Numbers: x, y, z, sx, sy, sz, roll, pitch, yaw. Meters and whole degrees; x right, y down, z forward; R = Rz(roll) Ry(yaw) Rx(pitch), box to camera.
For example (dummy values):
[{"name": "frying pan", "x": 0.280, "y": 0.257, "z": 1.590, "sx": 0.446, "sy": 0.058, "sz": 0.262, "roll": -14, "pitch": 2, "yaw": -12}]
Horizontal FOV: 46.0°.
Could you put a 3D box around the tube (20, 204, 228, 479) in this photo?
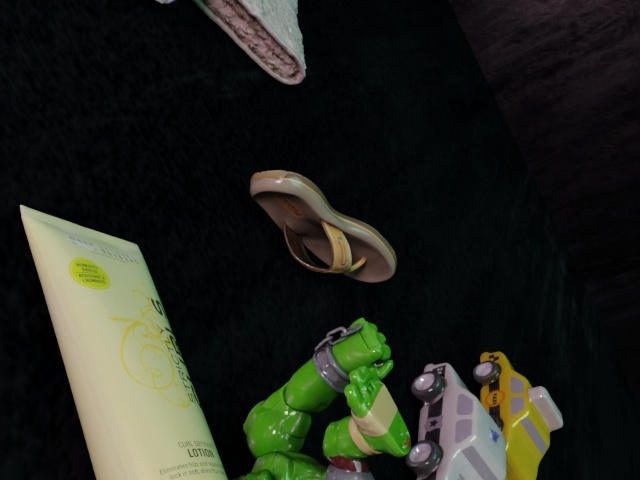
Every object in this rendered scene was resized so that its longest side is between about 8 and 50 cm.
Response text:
[{"name": "tube", "x": -0.098, "y": 0.082, "z": 0.402, "sx": 0.070, "sy": 0.062, "sz": 0.240, "roll": 99, "pitch": -31, "yaw": -53}]

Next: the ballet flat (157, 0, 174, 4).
[{"name": "ballet flat", "x": -0.167, "y": -0.246, "z": 0.571, "sx": 0.188, "sy": 0.070, "sz": 0.070, "roll": 29, "pitch": 43, "yaw": -47}]

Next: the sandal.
[{"name": "sandal", "x": 0.000, "y": 0.000, "z": 0.673, "sx": 0.180, "sy": 0.072, "sz": 0.049, "roll": 39, "pitch": 52, "yaw": -42}]

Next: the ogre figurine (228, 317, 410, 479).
[{"name": "ogre figurine", "x": 0.004, "y": 0.160, "z": 0.475, "sx": 0.097, "sy": 0.118, "sz": 0.197, "roll": 3, "pitch": 64, "yaw": -58}]

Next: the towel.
[{"name": "towel", "x": -0.105, "y": -0.302, "z": 0.751, "sx": 0.282, "sy": 0.049, "sz": 0.187, "roll": 38, "pitch": 38, "yaw": -45}]

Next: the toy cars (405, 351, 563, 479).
[{"name": "toy cars", "x": 0.199, "y": 0.210, "z": 0.846, "sx": 0.394, "sy": 0.087, "sz": 0.176, "roll": 8, "pitch": 61, "yaw": -61}]
